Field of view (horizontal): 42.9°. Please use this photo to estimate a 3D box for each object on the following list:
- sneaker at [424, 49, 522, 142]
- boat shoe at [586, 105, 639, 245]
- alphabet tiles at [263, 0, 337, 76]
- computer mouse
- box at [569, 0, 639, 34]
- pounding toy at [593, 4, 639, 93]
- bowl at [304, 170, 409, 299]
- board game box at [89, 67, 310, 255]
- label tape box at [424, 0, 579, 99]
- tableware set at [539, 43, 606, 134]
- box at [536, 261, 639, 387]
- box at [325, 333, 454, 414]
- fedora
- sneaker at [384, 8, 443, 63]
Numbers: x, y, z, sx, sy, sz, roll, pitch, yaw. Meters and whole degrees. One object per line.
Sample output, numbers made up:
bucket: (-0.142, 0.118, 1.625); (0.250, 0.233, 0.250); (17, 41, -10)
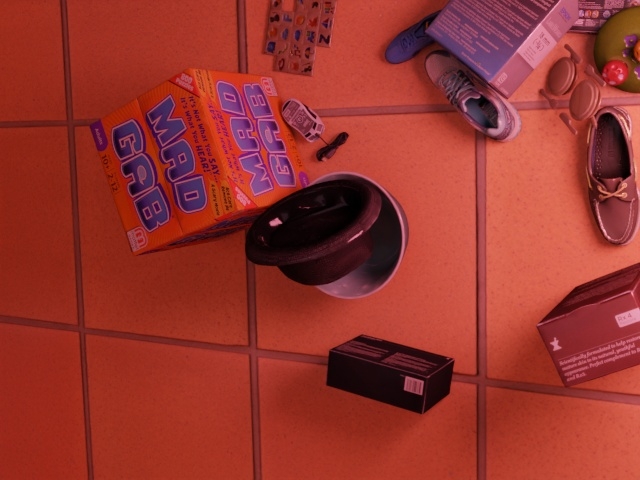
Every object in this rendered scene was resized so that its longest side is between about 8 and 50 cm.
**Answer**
sneaker: (0.340, -0.340, 1.856); (0.283, 0.122, 0.110); (46, 116, 17)
boat shoe: (0.622, -0.135, 1.741); (0.109, 0.091, 0.305); (-3, 95, 30)
alphabet tiles: (-0.054, -0.553, 2.118); (0.198, 0.009, 0.237); (14, 104, 27)
computer mouse: (-0.020, -0.297, 2.114); (0.193, 0.042, 0.106); (47, 120, 10)
box: (0.646, -0.537, 1.696); (0.270, 0.060, 0.216); (11, 101, 28)
pounding toy: (0.658, -0.358, 1.637); (0.237, 0.110, 0.183); (27, 131, 17)
bowl: (0.096, -0.019, 2.012); (0.312, 0.163, 0.311); (4, 97, 29)
board game box: (-0.298, -0.198, 2.098); (0.356, 0.356, 0.356); (-21, 86, 30)
label tape box: (0.421, -0.508, 1.750); (0.333, 0.106, 0.240); (-50, 51, 15)
tableware set: (0.549, -0.324, 1.740); (0.194, 0.039, 0.128); (-107, 33, -49)
box: (0.586, 0.155, 1.631); (0.191, 0.381, 0.143); (-26, 84, 29)
box: (0.172, 0.323, 2.000); (0.261, 0.184, 0.103); (12, 104, 28)
fedora: (0.000, 0.000, 1.866); (0.334, 0.334, 0.152); (-5, 128, 30)
sneaker: (0.230, -0.486, 1.925); (0.209, 0.082, 0.069); (-25, 86, 31)
